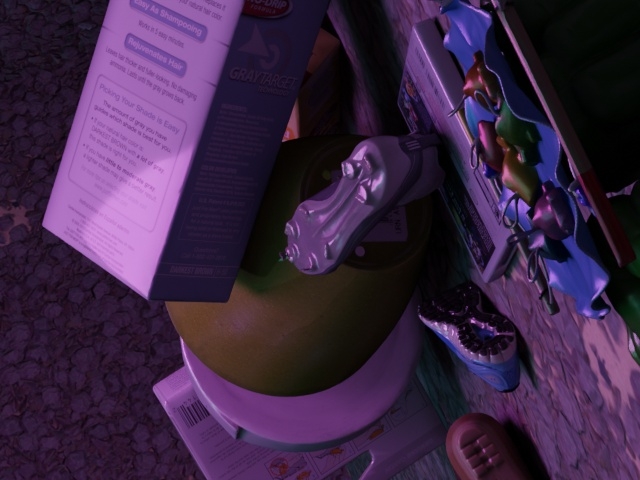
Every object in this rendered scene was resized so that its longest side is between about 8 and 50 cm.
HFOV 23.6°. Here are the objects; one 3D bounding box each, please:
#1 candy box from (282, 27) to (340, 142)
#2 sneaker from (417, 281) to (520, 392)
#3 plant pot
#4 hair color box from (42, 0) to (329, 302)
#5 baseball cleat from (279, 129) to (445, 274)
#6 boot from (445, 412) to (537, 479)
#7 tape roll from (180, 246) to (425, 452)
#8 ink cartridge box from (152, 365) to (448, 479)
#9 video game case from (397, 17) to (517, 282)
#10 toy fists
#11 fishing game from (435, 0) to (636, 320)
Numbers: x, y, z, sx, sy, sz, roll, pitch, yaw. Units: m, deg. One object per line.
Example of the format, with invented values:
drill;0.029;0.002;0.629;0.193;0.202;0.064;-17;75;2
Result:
candy box;-0.071;-0.178;1.796;0.183;0.087;0.316;35;163;13
sneaker;0.142;0.097;1.455;0.162;0.063;0.073;-126;13;-63
plant pot;0.000;0.000;1.580;0.275;0.274;0.293;67;157;8
hair color box;-0.125;-0.147;1.470;0.185;0.113;0.375;30;108;40
baseball cleat;0.045;-0.030;1.349;0.206;0.109;0.072;-44;65;56
boot;0.208;0.293;1.581;0.248;0.090;0.207;65;-176;12
tape roll;-0.024;0.103;1.785;0.100;0.286;0.286;108;139;-76
ink cartridge box;-0.019;0.213;1.905;0.261;0.296;0.066;63;169;-23
video game case;0.118;-0.071;1.297;0.173;0.022;0.190;96;150;-74
toy fists;0.166;-0.034;0.788;0.142;0.096;0.279;90;158;-66
fishing game;0.095;-0.040;0.788;0.264;0.041;0.189;87;159;-86
